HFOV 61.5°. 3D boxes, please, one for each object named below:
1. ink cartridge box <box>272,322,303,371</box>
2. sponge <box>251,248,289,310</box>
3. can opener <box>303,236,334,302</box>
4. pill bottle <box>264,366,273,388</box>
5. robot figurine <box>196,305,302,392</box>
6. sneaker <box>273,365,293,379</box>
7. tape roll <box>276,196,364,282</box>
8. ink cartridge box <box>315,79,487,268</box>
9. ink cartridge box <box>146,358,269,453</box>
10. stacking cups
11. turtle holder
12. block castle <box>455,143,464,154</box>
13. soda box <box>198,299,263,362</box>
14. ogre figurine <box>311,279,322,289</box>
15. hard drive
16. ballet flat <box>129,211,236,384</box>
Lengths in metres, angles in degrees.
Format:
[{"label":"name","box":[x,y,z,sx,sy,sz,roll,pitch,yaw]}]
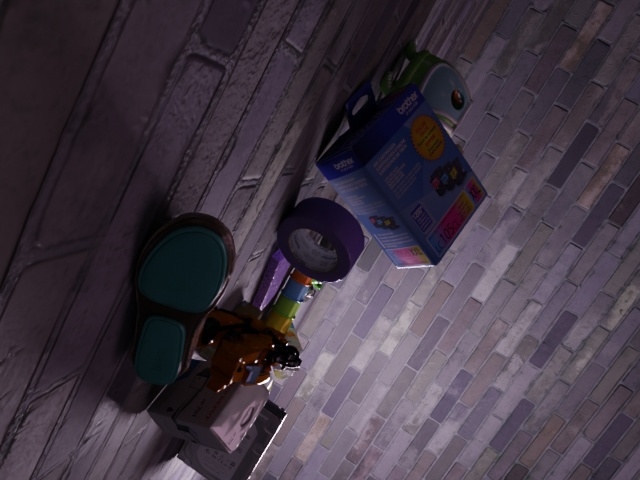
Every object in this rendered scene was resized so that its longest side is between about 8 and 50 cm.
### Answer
[{"label":"ink cartridge box","box":[-0.127,0.352,1.821,0.062,0.104,0.181,-61,-147,27]},{"label":"sponge","box":[-0.122,0.094,1.422,0.117,0.031,0.210,-50,169,-52]},{"label":"can opener","box":[-0.030,0.097,1.996,0.284,0.095,0.076,-67,153,-8]},{"label":"pill bottle","box":[-0.225,0.455,1.804,0.136,0.136,0.246,-56,173,-21]},{"label":"robot figurine","box":[-0.150,0.180,0.930,0.085,0.211,0.291,-62,163,-1]},{"label":"sneaker","box":[-0.154,0.368,1.958,0.105,0.123,0.290,-24,-154,-1]},{"label":"tape roll","box":[0.000,0.000,1.226,0.080,0.189,0.189,-54,172,-40]},{"label":"ink cartridge box","box":[0.176,-0.166,1.238,0.270,0.395,0.151,-49,-162,-29]},{"label":"ink cartridge box","box":[-0.216,0.312,1.039,0.190,0.082,0.140,-4,-144,39]},{"label":"stacking cups","box":[-0.074,0.159,1.778,0.316,0.096,0.096,-60,173,8]},{"label":"turtle holder","box":[0.263,-0.348,1.431,0.320,0.227,0.243,-52,171,-44]},{"label":"block castle","box":[0.299,-0.216,1.952,0.213,0.303,0.453,-55,171,-20]},{"label":"soda box","box":[-0.204,0.214,1.245,0.061,0.058,0.181,-62,172,29]},{"label":"ogre figurine","box":[-0.007,0.098,1.853,0.097,0.197,0.118,46,62,-40]},{"label":"hard drive","box":[-0.277,0.603,1.663,0.339,0.236,0.064,-60,173,17]},{"label":"ballet flat","box":[-0.179,0.058,0.680,0.106,0.107,0.316,-82,-161,-50]}]
